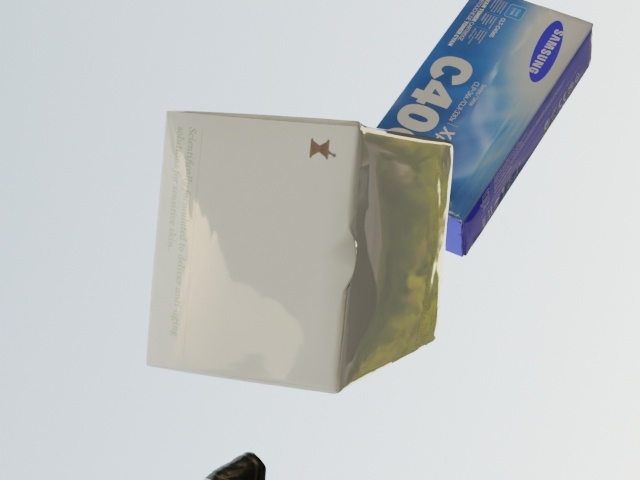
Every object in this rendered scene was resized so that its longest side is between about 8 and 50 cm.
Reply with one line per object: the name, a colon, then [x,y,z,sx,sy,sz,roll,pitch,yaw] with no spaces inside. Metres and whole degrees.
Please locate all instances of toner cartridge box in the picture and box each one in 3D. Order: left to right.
toner cartridge box: [0.185,-0.153,1.828,0.348,0.165,0.075,-55,-25,-28]

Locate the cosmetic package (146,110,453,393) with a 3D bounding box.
cosmetic package: [0.000,0.000,1.214,0.365,0.155,0.196,-2,-82,-74]

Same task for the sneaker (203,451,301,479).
sneaker: [-0.016,0.332,1.549,0.146,0.102,0.293,-49,-66,-19]
